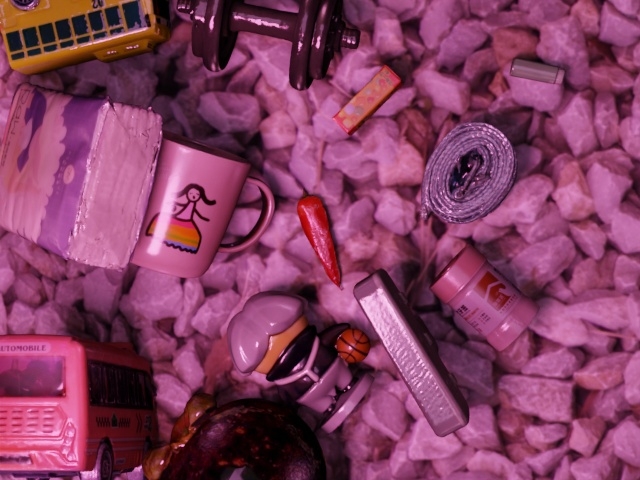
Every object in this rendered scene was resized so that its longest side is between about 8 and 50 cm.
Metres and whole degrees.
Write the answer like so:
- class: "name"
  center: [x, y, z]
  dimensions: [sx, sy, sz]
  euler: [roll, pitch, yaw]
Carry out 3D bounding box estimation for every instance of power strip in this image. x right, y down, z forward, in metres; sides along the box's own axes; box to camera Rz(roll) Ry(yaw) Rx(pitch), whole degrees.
- class: "power strip"
  center: [0.144, 0.164, 1.761]
  dimensions: [0.059, 0.193, 0.265]
  euler: [-31, 89, 8]

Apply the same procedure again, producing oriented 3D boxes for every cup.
- class: "cup"
  center: [-0.202, -0.050, 1.800]
  dimensions: [0.253, 0.191, 0.200]
  euler: [16, 97, -22]

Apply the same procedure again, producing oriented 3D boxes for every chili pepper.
- class: "chili pepper"
  center: [0.000, 0.000, 1.850]
  dimensions: [0.045, 0.027, 0.178]
  euler: [-18, 92, 5]

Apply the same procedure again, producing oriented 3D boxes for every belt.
- class: "belt"
  center: [0.235, -0.104, 1.800]
  dimensions: [0.148, 0.082, 0.163]
  euler: [7, 92, 9]

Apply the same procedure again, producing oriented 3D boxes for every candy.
- class: "candy"
  center: [0.076, -0.222, 1.818]
  dimensions: [0.122, 0.062, 0.038]
  euler: [-44, 87, 5]

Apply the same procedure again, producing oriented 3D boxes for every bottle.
- class: "bottle"
  center: [0.343, -0.267, 1.809]
  dimensions: [0.083, 0.030, 0.030]
  euler: [12, 93, 3]

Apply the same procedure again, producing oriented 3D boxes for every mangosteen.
- class: "mangosteen"
  center: [-0.131, 0.370, 1.757]
  dimensions: [0.288, 0.288, 0.288]
  euler: [0, 92, 5]

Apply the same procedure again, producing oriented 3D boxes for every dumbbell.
- class: "dumbbell"
  center: [-0.080, -0.340, 1.764]
  dimensions: [0.290, 0.192, 0.192]
  euler: [12, 93, 5]

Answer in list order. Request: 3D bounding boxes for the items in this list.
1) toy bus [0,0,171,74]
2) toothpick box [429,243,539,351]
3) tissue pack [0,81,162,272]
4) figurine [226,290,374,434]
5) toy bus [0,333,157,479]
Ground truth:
- class: "toy bus"
  center: [-0.369, -0.355, 1.820]
  dimensions: [0.262, 0.128, 0.150]
  euler: [-13, 92, 7]
- class: "toothpick box"
  center: [0.257, 0.090, 1.796]
  dimensions: [0.149, 0.098, 0.098]
  euler: [42, 95, 1]
- class: "tissue pack"
  center: [-0.382, -0.106, 1.736]
  dimensions: [0.125, 0.344, 0.242]
  euler: [11, 94, -37]
- class: "figurine"
  center: [-0.032, 0.177, 1.809]
  dimensions: [0.236, 0.133, 0.176]
  euler: [39, 86, 0]
- class: "toy bus"
  center: [-0.380, 0.255, 1.701]
  dimensions: [0.203, 0.427, 0.233]
  euler: [0, 81, 5]
